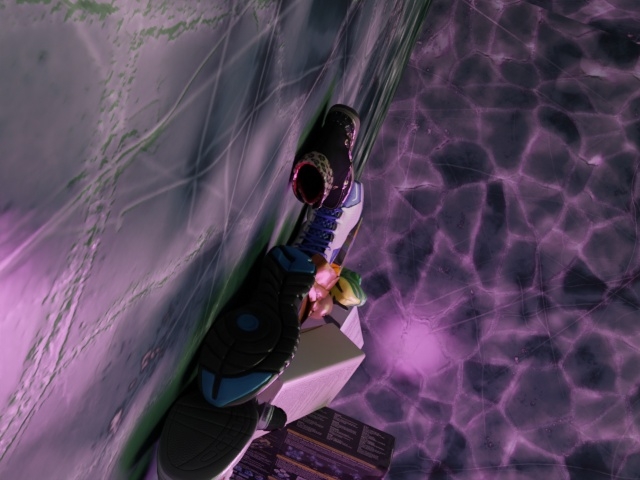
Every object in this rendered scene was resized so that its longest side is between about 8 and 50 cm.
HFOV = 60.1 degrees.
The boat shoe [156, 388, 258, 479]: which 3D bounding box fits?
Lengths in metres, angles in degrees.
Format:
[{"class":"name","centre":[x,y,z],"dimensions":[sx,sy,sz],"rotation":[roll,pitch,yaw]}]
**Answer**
[{"class":"boat shoe","centre":[-0.155,0.269,0.812],"dimensions":[0.320,0.118,0.103],"rotation":[-81,-171,-76]}]

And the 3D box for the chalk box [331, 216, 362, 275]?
[{"class":"chalk box","centre":[0.031,-0.015,1.567],"dimensions":[0.132,0.132,0.213],"rotation":[103,11,-64]}]

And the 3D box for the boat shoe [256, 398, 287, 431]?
[{"class":"boat shoe","centre":[-0.083,0.275,0.855],"dimensions":[0.142,0.040,0.049],"rotation":[133,-22,-70]}]

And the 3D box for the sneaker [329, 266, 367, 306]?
[{"class":"sneaker","centre":[0.053,0.124,1.698],"dimensions":[0.110,0.123,0.295],"rotation":[-60,-153,15]}]

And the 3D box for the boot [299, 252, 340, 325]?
[{"class":"boot","centre":[-0.053,0.140,1.190],"dimensions":[0.220,0.109,0.283],"rotation":[-47,159,-9]}]

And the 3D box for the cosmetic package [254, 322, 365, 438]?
[{"class":"cosmetic package","centre":[-0.057,0.271,1.101],"dimensions":[0.160,0.113,0.309],"rotation":[-56,155,17]}]

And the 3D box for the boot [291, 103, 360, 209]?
[{"class":"boot","centre":[0.002,-0.111,1.020],"dimensions":[0.237,0.085,0.179],"rotation":[99,15,-47]}]

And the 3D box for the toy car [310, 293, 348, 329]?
[{"class":"toy car","centre":[-0.022,0.177,1.497],"dimensions":[0.155,0.188,0.149],"rotation":[-63,174,-48]}]

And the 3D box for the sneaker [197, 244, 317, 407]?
[{"class":"sneaker","centre":[-0.095,0.151,0.888],"dimensions":[0.140,0.125,0.341],"rotation":[-64,176,35]}]

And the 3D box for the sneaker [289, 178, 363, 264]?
[{"class":"sneaker","centre":[-0.001,0.001,1.271],"dimensions":[0.182,0.127,0.316],"rotation":[-63,176,-69]}]

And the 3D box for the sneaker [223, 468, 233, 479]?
[{"class":"sneaker","centre":[-0.245,0.487,1.118],"dimensions":[0.118,0.107,0.279],"rotation":[-6,117,-64]}]

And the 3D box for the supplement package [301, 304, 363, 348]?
[{"class":"supplement package","centre":[-0.003,0.307,1.766],"dimensions":[0.198,0.199,0.263],"rotation":[-56,153,-28]}]

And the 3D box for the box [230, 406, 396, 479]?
[{"class":"box","centre":[-0.061,0.501,1.303],"dimensions":[0.097,0.394,0.318],"rotation":[-63,173,-50]}]
